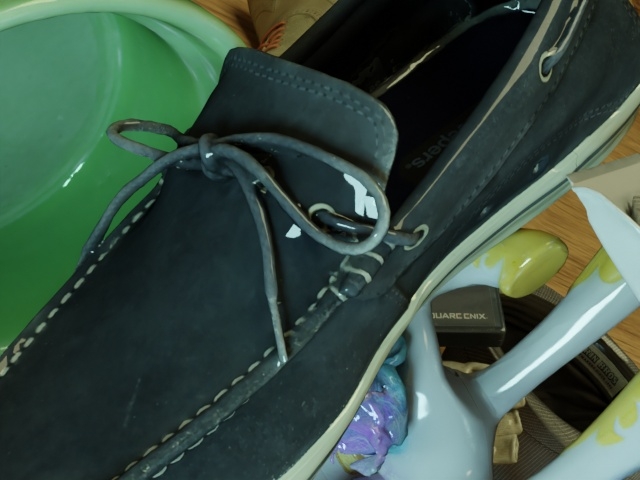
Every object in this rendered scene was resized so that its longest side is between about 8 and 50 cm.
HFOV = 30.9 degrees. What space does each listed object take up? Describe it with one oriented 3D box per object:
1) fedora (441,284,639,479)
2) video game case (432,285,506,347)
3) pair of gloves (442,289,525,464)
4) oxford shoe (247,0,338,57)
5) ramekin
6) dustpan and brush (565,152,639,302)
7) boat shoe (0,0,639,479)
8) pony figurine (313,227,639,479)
[{"bbox_3d":[0.185,0.143,1.039,0.275,0.124,0.244,19,34,-41],"label":"fedora"},{"bbox_3d":[0.035,-0.030,0.941,0.196,0.026,0.274,1,49,-4],"label":"video game case"},{"bbox_3d":[0.053,0.072,0.895,0.204,0.042,0.240,2,54,3],"label":"pair of gloves"},{"bbox_3d":[-0.018,-0.212,1.313,0.146,0.140,0.397,7,39,-36],"label":"oxford shoe"},{"bbox_3d":[-0.191,-0.047,0.668,0.303,0.303,0.148,4,36,-49],"label":"ramekin"},{"bbox_3d":[0.219,0.039,0.589,0.147,0.060,0.211,-16,78,-59],"label":"dustpan and brush"},{"bbox_3d":[-0.017,-0.015,0.583,0.187,0.500,0.156,31,-27,40],"label":"boat shoe"},{"bbox_3d":[0.076,0.175,0.682,0.303,0.363,0.351,20,48,-47],"label":"pony figurine"}]
